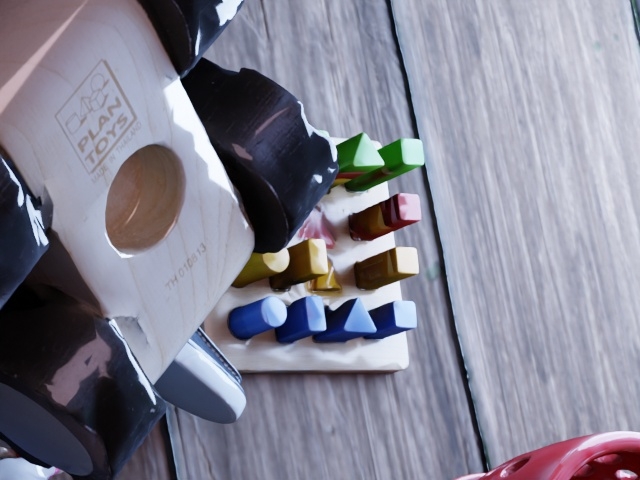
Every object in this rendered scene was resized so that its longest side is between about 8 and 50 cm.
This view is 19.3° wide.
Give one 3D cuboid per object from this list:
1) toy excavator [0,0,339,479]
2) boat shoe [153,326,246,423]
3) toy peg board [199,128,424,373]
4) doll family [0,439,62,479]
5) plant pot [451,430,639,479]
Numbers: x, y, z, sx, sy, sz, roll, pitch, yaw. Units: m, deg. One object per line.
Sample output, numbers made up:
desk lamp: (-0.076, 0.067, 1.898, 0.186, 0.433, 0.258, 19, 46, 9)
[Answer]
toy excavator: (-0.270, -0.118, 0.967, 0.222, 0.445, 0.433, -55, 143, -25)
boat shoe: (-0.102, 0.028, 1.140, 0.183, 0.065, 0.083, 42, 60, -16)
toy peg board: (0.000, 0.000, 1.215, 0.161, 0.079, 0.161, 2, 74, -35)
doll family: (-0.225, 0.140, 0.965, 0.263, 0.118, 0.163, -24, 60, -39)
plant pot: (0.148, 0.227, 1.191, 0.191, 0.174, 0.191, 12, 69, -33)
